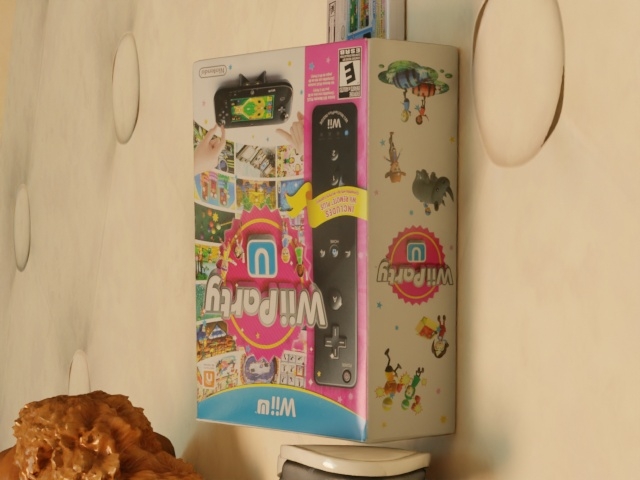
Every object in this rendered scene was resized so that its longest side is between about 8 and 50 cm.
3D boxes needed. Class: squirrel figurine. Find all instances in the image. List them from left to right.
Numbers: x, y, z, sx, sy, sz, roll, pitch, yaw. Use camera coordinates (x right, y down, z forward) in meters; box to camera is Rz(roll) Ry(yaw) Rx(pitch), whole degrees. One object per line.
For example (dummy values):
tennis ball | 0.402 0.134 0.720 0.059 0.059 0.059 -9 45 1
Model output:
squirrel figurine | -0.222 0.371 1.846 0.397 0.281 0.370 114 143 -51

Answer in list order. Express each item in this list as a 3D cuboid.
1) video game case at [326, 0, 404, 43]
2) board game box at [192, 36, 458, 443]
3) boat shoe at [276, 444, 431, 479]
video game case | 0.038 -0.147 1.507 0.143 0.019 0.157 174 97 -69
board game box | 0.000 0.000 1.405 0.224 0.097 0.303 0 91 50
boat shoe | 0.017 0.212 1.381 0.319 0.116 0.099 127 148 -78
